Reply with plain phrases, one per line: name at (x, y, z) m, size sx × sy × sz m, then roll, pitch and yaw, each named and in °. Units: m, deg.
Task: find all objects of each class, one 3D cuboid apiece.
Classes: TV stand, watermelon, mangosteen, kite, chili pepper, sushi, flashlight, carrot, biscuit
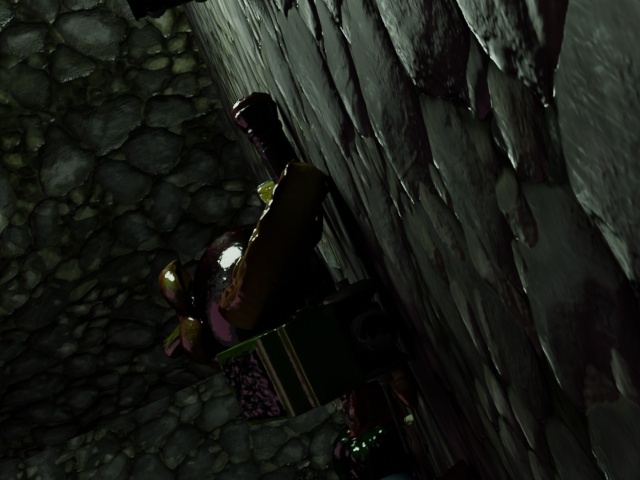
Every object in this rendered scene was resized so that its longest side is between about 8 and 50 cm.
TV stand at (0.140, 0.278, 1.840) m, size 0.036 × 0.042 × 0.249 m, roll -70°, pitch -38°, yaw -67°
watermelon at (-0.039, -0.051, 1.952) m, size 0.181 × 0.092 × 0.075 m, roll 53°, pitch -177°, yaw 33°
mangosteen at (-0.183, 0.152, 2.448) m, size 0.382 × 0.435 × 0.382 m, roll -6°, pitch -90°, yaw -76°
kite at (-0.001, 0.001, 2.198) m, size 0.245 × 0.015 × 0.141 m, roll 149°, pitch 100°, yaw -84°
chili pepper at (0.133, 0.514, 2.359) m, size 0.165 × 0.174 × 0.261 m, roll 26°, pitch 147°, yaw 41°
sushi at (0.067, 0.284, 2.171) m, size 0.332 × 0.124 × 0.130 m, roll 68°, pitch 164°, yaw -12°
flashlight at (-0.082, -0.163, 1.894) m, size 0.232 × 0.093 × 0.093 m, roll 62°, pitch 174°, yaw 14°
carrot at (0.127, 0.226, 1.697) m, size 0.048 × 0.048 × 0.139 m, roll 73°, pitch 171°, yaw -53°
biscuit at (-0.069, 0.012, 1.664) m, size 0.102 × 0.296 × 0.296 m, roll 24°, pitch 174°, yaw -1°

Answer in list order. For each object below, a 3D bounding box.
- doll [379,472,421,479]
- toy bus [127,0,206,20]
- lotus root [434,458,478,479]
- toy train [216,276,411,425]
doll at (0.190, 0.600, 2.083) m, size 0.228 × 0.154 × 0.258 m, roll 14°, pitch -152°, yaw -48°
toy bus at (-0.248, -0.457, 1.743) m, size 0.091 × 0.182 × 0.103 m, roll 71°, pitch -178°, yaw -49°
lotus root at (0.190, 0.459, 1.503) m, size 0.260 × 0.170 × 0.074 m, roll 63°, pitch 180°, yaw -28°
toy train at (-0.013, 0.179, 1.611) m, size 0.173 × 0.249 × 0.307 m, roll 66°, pitch 154°, yaw 3°
